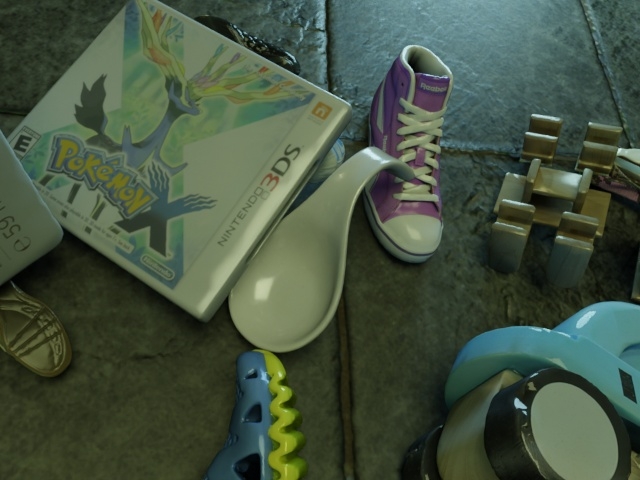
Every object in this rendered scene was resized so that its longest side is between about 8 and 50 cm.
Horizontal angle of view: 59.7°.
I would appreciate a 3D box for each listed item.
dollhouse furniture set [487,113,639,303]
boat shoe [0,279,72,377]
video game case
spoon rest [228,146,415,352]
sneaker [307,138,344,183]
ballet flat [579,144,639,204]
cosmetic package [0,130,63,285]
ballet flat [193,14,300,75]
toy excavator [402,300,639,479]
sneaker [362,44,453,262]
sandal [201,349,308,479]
[{"bbox_3d":[0.363,-0.024,0.756,0.241,0.161,0.212,16,59,21],"label":"dollhouse furniture set"},{"bbox_3d":[-0.321,0.085,0.588,0.153,0.048,0.056,41,56,3],"label":"boat shoe"},{"bbox_3d":[-0.178,-0.115,0.657,0.328,0.036,0.300,31,76,13],"label":"video game case"},{"bbox_3d":[0.000,0.000,0.635,0.137,0.084,0.276,32,79,29],"label":"spoon rest"},{"bbox_3d":[-0.083,-0.134,0.733,0.237,0.085,0.086,19,21,7],"label":"sneaker"},{"bbox_3d":[0.495,-0.084,0.820,0.221,0.079,0.077,25,61,1],"label":"ballet flat"},{"bbox_3d":[-0.504,-0.061,0.429,0.327,0.329,0.393,38,64,19],"label":"cosmetic package"},{"bbox_3d":[-0.110,-0.276,0.815,0.173,0.058,0.049,27,21,1],"label":"ballet flat"},{"bbox_3d":[0.369,0.174,0.608,0.432,0.222,0.445,33,53,4],"label":"toy excavator"},{"bbox_3d":[0.117,-0.123,0.715,0.102,0.161,0.282,1,65,-13],"label":"sneaker"},{"bbox_3d":[-0.078,0.254,0.510,0.138,0.126,0.318,-4,59,5],"label":"sandal"}]
